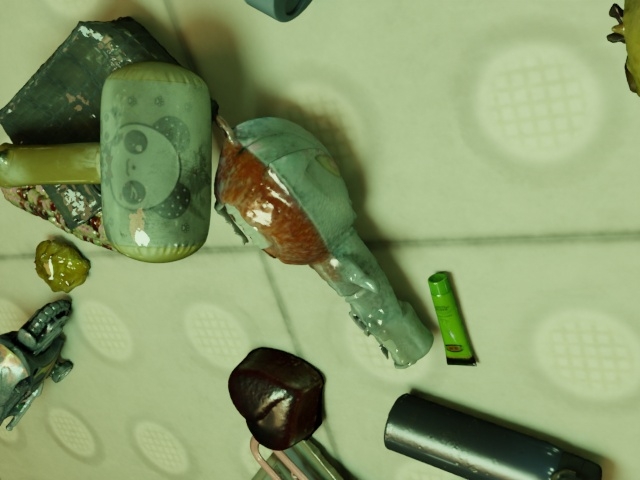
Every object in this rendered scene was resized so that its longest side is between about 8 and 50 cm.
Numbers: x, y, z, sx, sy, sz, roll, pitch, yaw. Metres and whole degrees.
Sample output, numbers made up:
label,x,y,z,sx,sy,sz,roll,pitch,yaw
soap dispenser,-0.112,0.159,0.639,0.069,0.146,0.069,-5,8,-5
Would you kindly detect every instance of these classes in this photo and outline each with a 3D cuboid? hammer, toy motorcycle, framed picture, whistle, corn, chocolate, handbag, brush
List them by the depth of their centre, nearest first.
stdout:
label,x,y,z,sx,sy,sz,roll,pitch,yaw
hammer,-0.250,-0.084,0.831,0.306,0.113,0.201,5,95,29
whistle,-0.001,0.001,0.838,0.346,0.133,0.142,51,148,-17
handbag,-0.252,-0.138,0.901,0.270,0.089,0.175,-34,94,29
chocolate,-0.056,0.219,1.034,0.125,0.080,0.148,-22,97,38
corn,-0.318,-0.049,1.043,0.281,0.092,0.092,18,127,30
brush,-0.017,0.358,1.087,0.233,0.047,0.103,45,134,20
framed picture,0.017,0.429,1.133,0.289,0.016,0.213,47,135,16
toy motorcycle,-0.498,0.212,1.273,0.108,0.173,0.307,39,131,4

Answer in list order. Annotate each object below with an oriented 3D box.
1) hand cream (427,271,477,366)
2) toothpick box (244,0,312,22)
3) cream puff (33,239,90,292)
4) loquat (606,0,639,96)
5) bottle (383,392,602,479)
label,x,y,z,sx,sy,sz,roll,pitch,yaw
hand cream,0.144,0.091,0.865,0.036,0.023,0.121,-3,121,31
toothpick box,-0.074,-0.281,0.713,0.153,0.101,0.101,34,132,12
cream puff,-0.392,0.039,1.164,0.083,0.058,0.083,2,118,31
loquat,0.299,-0.148,0.519,0.205,0.149,0.172,-10,109,26
bottle,0.195,0.246,0.896,0.245,0.072,0.082,15,167,24
